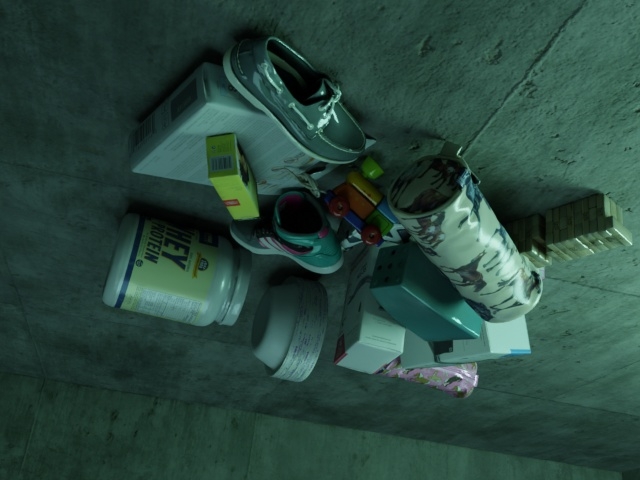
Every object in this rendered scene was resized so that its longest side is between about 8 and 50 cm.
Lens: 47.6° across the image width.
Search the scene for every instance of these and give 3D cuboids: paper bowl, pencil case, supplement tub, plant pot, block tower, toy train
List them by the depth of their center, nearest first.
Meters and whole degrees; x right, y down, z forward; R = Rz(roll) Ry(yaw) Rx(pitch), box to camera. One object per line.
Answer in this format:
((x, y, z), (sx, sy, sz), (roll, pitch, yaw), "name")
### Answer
((0.065, -0.115, 1.464), (0.248, 0.143, 0.105), (41, -173, -12), "toy train")
((0.307, 0.000, 1.465), (0.410, 0.183, 0.160), (47, 177, -36), "pencil case")
((0.504, -0.005, 1.602), (0.091, 0.097, 0.335), (28, 148, -36), "block tower")
((0.235, 0.105, 1.639), (0.234, 0.165, 0.166), (31, 154, -30), "plant pot")
((-0.355, 0.081, 1.805), (0.325, 0.235, 0.235), (15, 152, -17), "supplement tub")
((-0.096, 0.236, 1.998), (0.148, 0.284, 0.284), (16, 152, -17), "paper bowl")
((0.334, 0.403, 2.373), (0.386, 0.167, 0.160), (21, 117, -27), "pencil case")

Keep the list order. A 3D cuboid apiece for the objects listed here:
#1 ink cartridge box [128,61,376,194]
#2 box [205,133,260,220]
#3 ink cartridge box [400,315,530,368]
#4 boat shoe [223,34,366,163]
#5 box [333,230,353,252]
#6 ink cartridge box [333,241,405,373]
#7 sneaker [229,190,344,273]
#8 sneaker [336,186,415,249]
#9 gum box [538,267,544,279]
((-0.133, -0.198, 1.418), (0.385, 0.091, 0.308), (6, 158, -38), "ink cartridge box")
((-0.163, -0.114, 1.384), (0.058, 0.087, 0.232), (-8, 163, 2), "box")
((0.409, 0.288, 2.098), (0.307, 0.129, 0.223), (-19, 161, 41), "ink cartridge box")
((-0.019, -0.236, 1.243), (0.099, 0.116, 0.319), (-16, 141, 44), "boat shoe")
((0.000, 0.000, 1.795), (0.137, 0.027, 0.094), (23, 150, -30), "box")
((0.134, 0.164, 1.808), (0.117, 0.283, 0.207), (16, 152, -9), "ink cartridge box")
((-0.092, -0.038, 1.627), (0.296, 0.123, 0.178), (17, 144, 24), "sneaker")
((0.143, -0.022, 1.645), (0.153, 0.094, 0.235), (27, 138, -19), "sneaker")
((0.449, 0.070, 1.790), (0.188, 0.062, 0.107), (12, 153, -10), "gum box")
